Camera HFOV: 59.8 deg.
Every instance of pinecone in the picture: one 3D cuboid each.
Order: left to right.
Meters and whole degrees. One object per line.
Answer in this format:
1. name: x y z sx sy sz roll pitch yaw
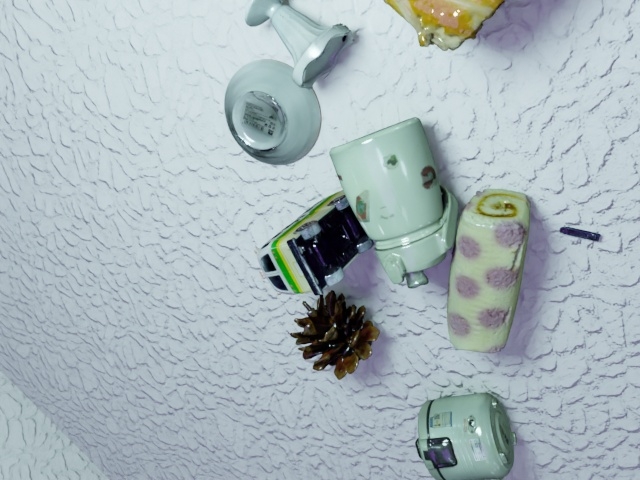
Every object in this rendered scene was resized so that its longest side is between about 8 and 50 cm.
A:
1. pinecone: 0.027 0.241 1.468 0.229 0.202 0.201 -10 122 48

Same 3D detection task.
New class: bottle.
1. bottle: 0.182 -0.077 1.225 0.229 0.229 0.351 -18 100 29

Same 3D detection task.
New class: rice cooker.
1. rice cooker: 0.369 0.518 1.452 0.244 0.226 0.226 -15 109 28

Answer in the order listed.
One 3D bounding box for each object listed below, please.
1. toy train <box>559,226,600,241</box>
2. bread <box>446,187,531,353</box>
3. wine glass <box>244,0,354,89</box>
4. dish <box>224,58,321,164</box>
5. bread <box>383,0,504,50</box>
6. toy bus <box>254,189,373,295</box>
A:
1. toy train: 0.567 -0.016 1.220 0.083 0.017 0.017 15 118 15
2. bread: 0.371 0.071 1.248 0.155 0.187 0.338 9 119 20
3. wine glass: -0.047 -0.446 1.185 0.196 0.165 0.165 48 123 2
4. dish: -0.134 -0.294 1.334 0.260 0.085 0.260 9 118 18
5. bread: 0.215 -0.574 0.932 0.390 0.279 0.371 43 121 -2
6. toy bus: 0.000 0.000 1.303 0.179 0.305 0.143 -15 109 42
